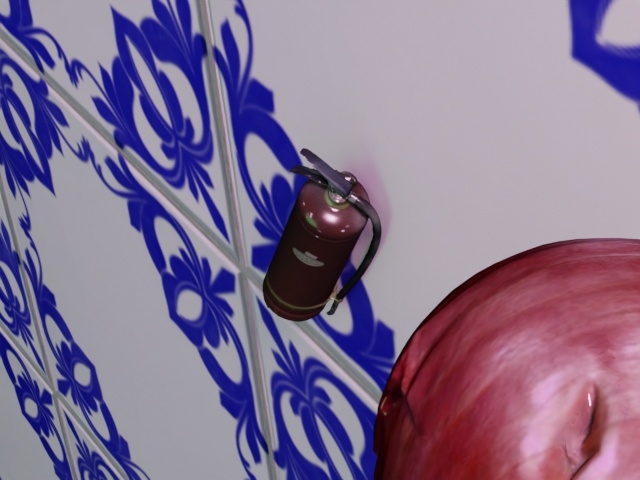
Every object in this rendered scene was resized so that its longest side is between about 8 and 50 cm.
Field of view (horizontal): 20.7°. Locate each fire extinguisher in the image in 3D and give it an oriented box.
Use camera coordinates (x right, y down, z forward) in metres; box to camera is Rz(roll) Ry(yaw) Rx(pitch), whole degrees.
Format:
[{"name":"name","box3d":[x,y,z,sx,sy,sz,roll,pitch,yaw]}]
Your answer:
[{"name":"fire extinguisher","box3d":[0.000,0.000,1.027,0.064,0.043,0.158,30,153,3]}]

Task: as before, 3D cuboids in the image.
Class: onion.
[{"name":"onion","box3d":[0.164,0.151,0.572,0.347,0.285,0.347,-21,-90,-84]}]
